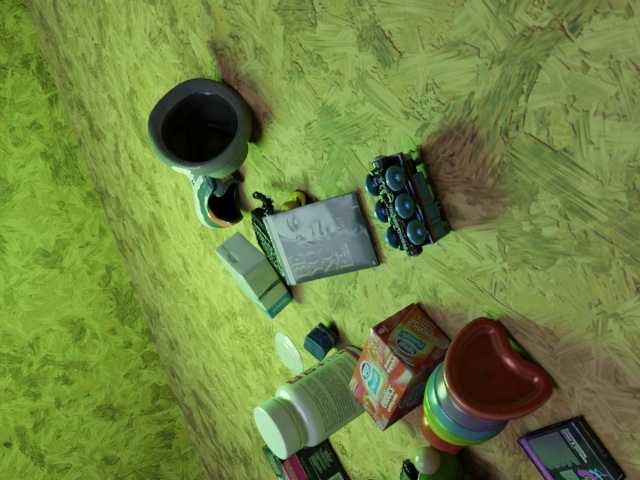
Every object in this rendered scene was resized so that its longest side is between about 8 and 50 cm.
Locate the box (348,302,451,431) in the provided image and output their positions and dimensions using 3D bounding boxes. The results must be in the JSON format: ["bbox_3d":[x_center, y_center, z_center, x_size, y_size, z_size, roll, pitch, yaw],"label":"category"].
[{"bbox_3d":[0.160,0.266,1.332,0.128,0.122,0.257,49,148,26],"label":"box"}]

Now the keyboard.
[{"bbox_3d":[-0.131,-0.026,1.566,0.317,0.033,0.202,-141,41,-67],"label":"keyboard"}]

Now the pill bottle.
[{"bbox_3d":[-0.005,0.383,1.528,0.160,0.283,0.160,38,142,38],"label":"pill bottle"}]

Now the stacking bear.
[{"bbox_3d":[0.262,0.298,1.171,0.175,0.164,0.289,50,153,24],"label":"stacking bear"}]

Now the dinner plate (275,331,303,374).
[{"bbox_3d":[-0.099,0.340,1.926,0.141,0.017,0.141,40,145,36],"label":"dinner plate"}]

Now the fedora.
[{"bbox_3d":[-0.276,-0.254,1.576,0.275,0.244,0.124,36,171,26],"label":"fedora"}]

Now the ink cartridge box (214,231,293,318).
[{"bbox_3d":[-0.176,0.093,1.714,0.148,0.086,0.203,38,162,39],"label":"ink cartridge box"}]

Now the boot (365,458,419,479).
[{"bbox_3d":[0.208,0.626,1.602,0.263,0.091,0.229,31,132,39],"label":"boot"}]

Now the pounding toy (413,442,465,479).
[{"bbox_3d":[0.275,0.493,1.318,0.110,0.183,0.237,2,113,30],"label":"pounding toy"}]

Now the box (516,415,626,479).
[{"bbox_3d":[0.419,0.368,1.090,0.116,0.029,0.162,56,151,13],"label":"box"}]

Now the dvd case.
[{"bbox_3d":[0.000,0.000,1.365,0.221,0.018,0.165,-14,104,26],"label":"dvd case"}]

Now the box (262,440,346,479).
[{"bbox_3d":[-0.042,0.698,1.967,0.247,0.163,0.142,61,155,6],"label":"box"}]

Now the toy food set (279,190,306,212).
[{"bbox_3d":[-0.055,-0.005,1.518,0.128,0.071,0.218,28,135,47],"label":"toy food set"}]

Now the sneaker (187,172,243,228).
[{"bbox_3d":[-0.291,-0.193,1.714,0.148,0.131,0.350,9,126,48],"label":"sneaker"}]

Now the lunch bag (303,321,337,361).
[{"bbox_3d":[0.003,0.252,1.635,0.067,0.065,0.098,39,151,13],"label":"lunch bag"}]

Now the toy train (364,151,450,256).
[{"bbox_3d":[0.147,-0.066,1.105,0.080,0.105,0.184,-13,103,51],"label":"toy train"}]
